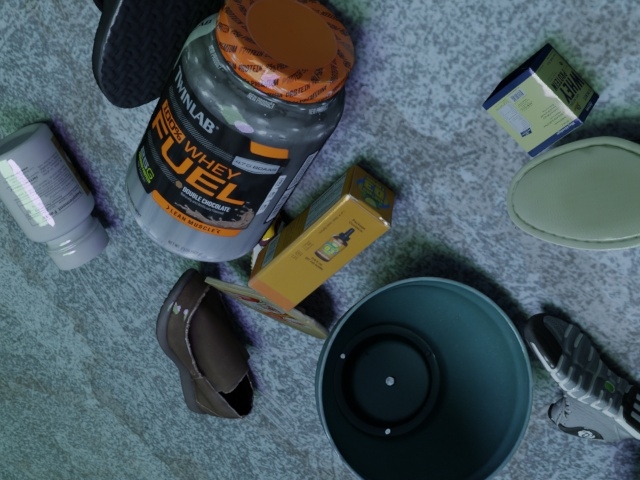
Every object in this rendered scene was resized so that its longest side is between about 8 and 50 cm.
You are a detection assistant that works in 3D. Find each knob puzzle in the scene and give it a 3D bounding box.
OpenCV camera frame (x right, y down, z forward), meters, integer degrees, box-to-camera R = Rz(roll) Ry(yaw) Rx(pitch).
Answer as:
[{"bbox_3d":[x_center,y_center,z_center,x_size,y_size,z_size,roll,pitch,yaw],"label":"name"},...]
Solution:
[{"bbox_3d":[-0.061,0.105,1.553,0.213,0.030,0.213,24,168,5],"label":"knob puzzle"}]

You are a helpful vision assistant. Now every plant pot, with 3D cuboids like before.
[{"bbox_3d":[0.119,0.199,1.376,0.293,0.293,0.196,45,168,-7],"label":"plant pot"}]

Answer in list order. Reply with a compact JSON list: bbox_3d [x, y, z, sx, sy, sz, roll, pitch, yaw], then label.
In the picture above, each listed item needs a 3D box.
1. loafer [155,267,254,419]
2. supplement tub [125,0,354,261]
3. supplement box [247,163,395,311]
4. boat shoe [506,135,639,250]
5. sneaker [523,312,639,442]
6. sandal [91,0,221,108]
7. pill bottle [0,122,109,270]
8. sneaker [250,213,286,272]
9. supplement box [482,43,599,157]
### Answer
[{"bbox_3d":[-0.176,0.184,1.696,0.130,0.134,0.366,16,146,20],"label":"loafer"},{"bbox_3d":[-0.103,-0.141,1.235,0.207,0.207,0.338,38,135,2],"label":"supplement tub"},{"bbox_3d":[0.000,0.000,1.358,0.078,0.080,0.233,36,130,-17],"label":"supplement box"},{"bbox_3d":[0.370,-0.051,1.044,0.340,0.127,0.113,-12,163,35],"label":"boat shoe"},{"bbox_3d":[0.331,0.201,1.333,0.229,0.086,0.132,43,143,-6],"label":"sneaker"},{"bbox_3d":[-0.199,-0.358,1.187,0.107,0.168,0.445,49,140,30],"label":"sandal"},{"bbox_3d":[-0.455,-0.070,1.654,0.131,0.131,0.229,-4,124,41],"label":"pill bottle"},{"bbox_3d":[-0.059,0.002,1.470,0.084,0.069,0.185,16,143,15],"label":"sneaker"},{"bbox_3d":[0.241,-0.152,1.085,0.083,0.056,0.083,45,141,-6],"label":"supplement box"}]
